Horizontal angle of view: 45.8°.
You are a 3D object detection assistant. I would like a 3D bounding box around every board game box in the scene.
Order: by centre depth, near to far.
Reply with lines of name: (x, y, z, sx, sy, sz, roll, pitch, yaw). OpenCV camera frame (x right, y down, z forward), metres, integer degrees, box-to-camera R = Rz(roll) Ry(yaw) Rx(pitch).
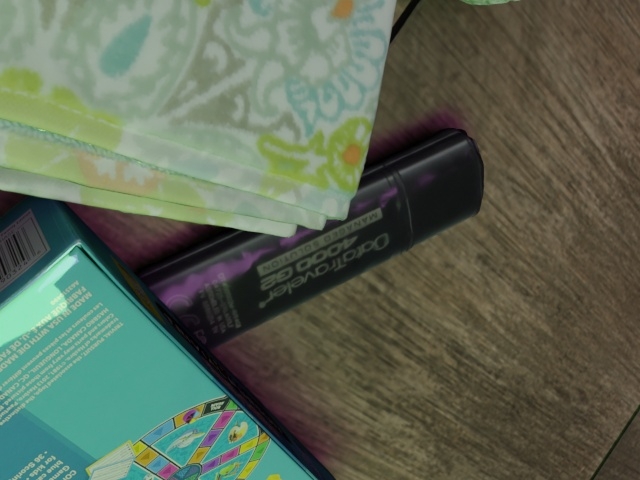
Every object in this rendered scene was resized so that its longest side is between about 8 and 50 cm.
board game box: (-0.144, 0.172, 0.448, 0.253, 0.079, 0.336, -40, 129, -7)

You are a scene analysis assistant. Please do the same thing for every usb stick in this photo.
usb stick: (0.000, 0.000, 0.527, 0.278, 0.045, 0.077, -26, 125, -20)

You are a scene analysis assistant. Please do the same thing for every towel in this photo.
towel: (-0.084, -0.196, 0.342, 0.320, 0.090, 0.375, 10, 91, -45)

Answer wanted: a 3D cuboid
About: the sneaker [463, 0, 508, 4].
sneaker: (0.162, -0.327, 0.460, 0.366, 0.137, 0.210, -50, 122, -12)
